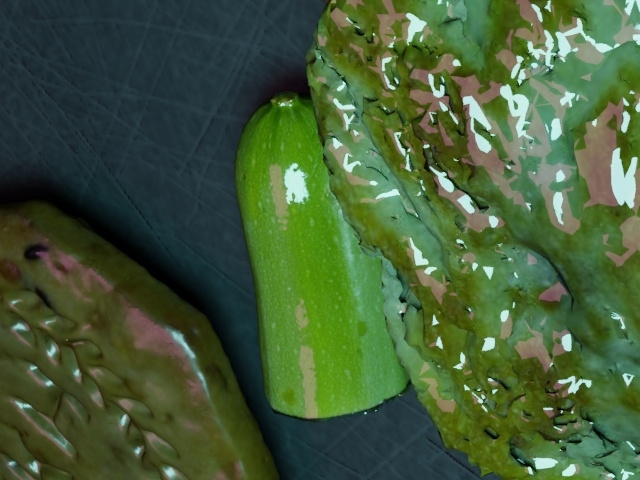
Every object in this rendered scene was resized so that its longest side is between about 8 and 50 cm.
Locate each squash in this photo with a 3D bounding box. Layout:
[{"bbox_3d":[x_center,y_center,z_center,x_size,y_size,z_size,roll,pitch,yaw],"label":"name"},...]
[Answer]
[{"bbox_3d":[0.000,0.000,1.094,0.095,0.095,0.188,9,117,35],"label":"squash"}]

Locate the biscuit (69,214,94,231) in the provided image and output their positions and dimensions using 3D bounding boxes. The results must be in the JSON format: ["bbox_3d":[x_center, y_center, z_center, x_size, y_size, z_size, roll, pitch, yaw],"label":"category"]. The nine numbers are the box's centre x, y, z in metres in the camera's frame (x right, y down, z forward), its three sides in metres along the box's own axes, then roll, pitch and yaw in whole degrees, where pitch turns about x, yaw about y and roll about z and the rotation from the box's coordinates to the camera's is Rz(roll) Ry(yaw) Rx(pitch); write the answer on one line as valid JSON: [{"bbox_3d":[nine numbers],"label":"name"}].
[{"bbox_3d":[-0.199,0.060,1.326,0.183,0.039,0.174,2,120,39],"label":"biscuit"}]

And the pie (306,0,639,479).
[{"bbox_3d":[0.206,-0.047,0.834,0.418,0.180,0.395,-17,103,37],"label":"pie"}]

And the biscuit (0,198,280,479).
[{"bbox_3d":[-0.175,0.130,1.296,0.359,0.046,0.359,21,129,28],"label":"biscuit"}]
